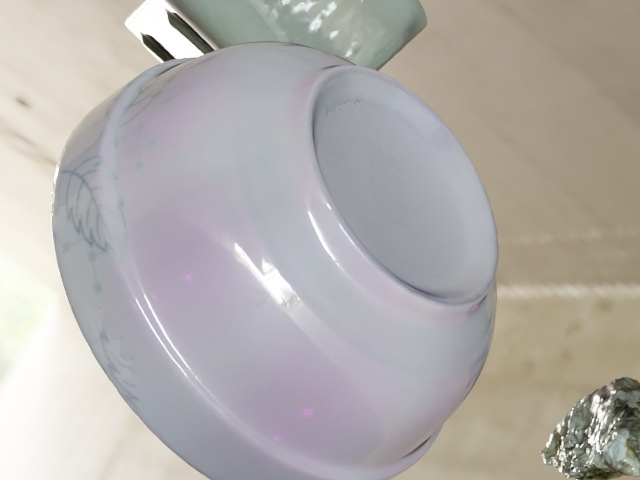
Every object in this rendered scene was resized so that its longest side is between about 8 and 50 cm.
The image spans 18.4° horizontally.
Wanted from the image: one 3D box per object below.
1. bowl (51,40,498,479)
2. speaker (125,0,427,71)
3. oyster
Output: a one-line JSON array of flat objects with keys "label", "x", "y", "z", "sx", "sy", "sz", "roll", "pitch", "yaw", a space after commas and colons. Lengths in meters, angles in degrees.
[{"label": "bowl", "x": 0.000, "y": 0.000, "z": 1.147, "sx": 0.287, "sy": 0.287, "sz": 0.144, "roll": 34, "pitch": -50, "yaw": -29}, {"label": "speaker", "x": -0.049, "y": -0.210, "z": 1.854, "sx": 0.184, "sy": 0.183, "sz": 0.406, "roll": 47, "pitch": -8, "yaw": -8}, {"label": "oyster", "x": 0.257, "y": 0.168, "z": 1.732, "sx": 0.064, "sy": 0.125, "sz": 0.177, "roll": 52, "pitch": -21, "yaw": -14}]
